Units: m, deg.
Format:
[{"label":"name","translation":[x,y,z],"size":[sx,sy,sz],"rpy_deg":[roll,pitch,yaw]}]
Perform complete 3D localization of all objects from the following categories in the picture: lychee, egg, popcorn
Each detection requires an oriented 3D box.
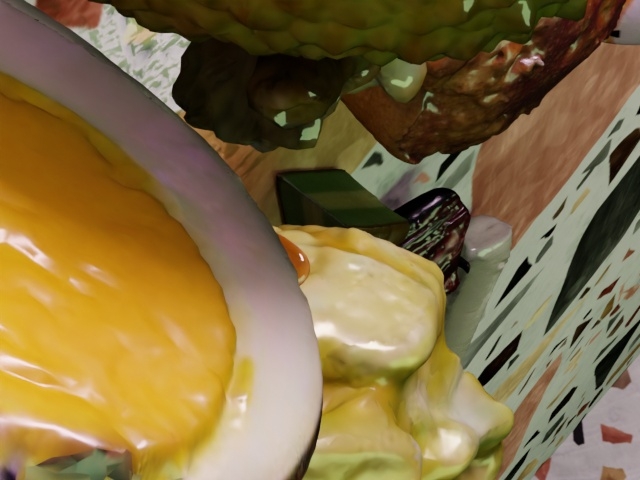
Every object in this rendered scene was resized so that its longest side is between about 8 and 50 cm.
[{"label":"lychee","translation":[0.010,-0.180,0.636],"size":[0.270,0.270,0.320],"rpy_deg":[-25,113,-55]},{"label":"egg","translation":[-0.146,0.037,0.630],"size":[0.264,0.286,0.174],"rpy_deg":[-19,150,-55]},{"label":"popcorn","translation":[-0.031,0.149,1.166],"size":[0.292,0.293,0.334],"rpy_deg":[-27,124,-19]}]

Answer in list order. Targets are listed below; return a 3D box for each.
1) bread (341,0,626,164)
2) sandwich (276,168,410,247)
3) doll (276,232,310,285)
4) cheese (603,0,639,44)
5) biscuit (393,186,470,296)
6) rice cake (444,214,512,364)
[{"label":"bread","translation":[0.105,-0.149,1.127],"size":[0.247,0.135,0.232],"rpy_deg":[-36,157,-43]},{"label":"sandwich","translation":[0.000,0.000,1.269],"size":[0.074,0.074,0.116],"rpy_deg":[-57,161,16]},{"label":"doll","translation":[-0.107,0.020,0.800],"size":[0.143,0.221,0.135],"rpy_deg":[-56,159,3]},{"label":"cheese","translation":[0.244,-0.240,1.296],"size":[0.217,0.129,0.329],"rpy_deg":[-49,167,-14]},{"label":"biscuit","translation":[0.066,0.039,1.540],"size":[0.151,0.063,0.235],"rpy_deg":[-37,165,-8]},{"label":"rice cake","translation":[0.127,0.069,1.772],"size":[0.057,0.052,0.256],"rpy_deg":[-36,157,-34]}]
